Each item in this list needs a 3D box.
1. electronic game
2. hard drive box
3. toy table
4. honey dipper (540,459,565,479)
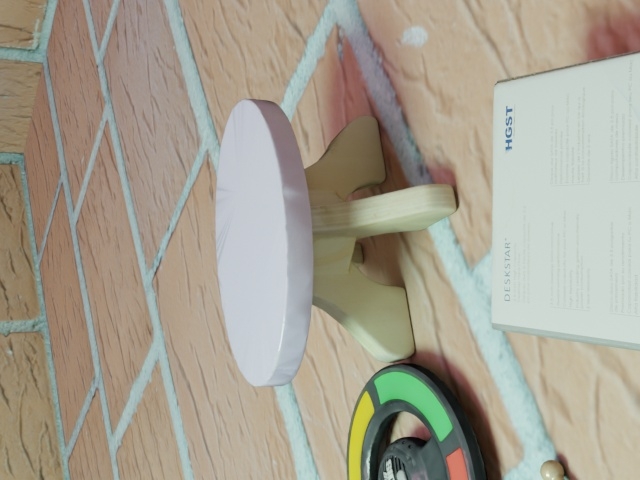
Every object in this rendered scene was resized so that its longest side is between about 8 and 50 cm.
[{"bbox_3d":[0.084,0.230,0.916,0.229,0.048,0.229,-2,88,63],"label":"electronic game"},{"bbox_3d":[0.210,-0.024,0.618,0.232,0.089,0.181,3,92,63],"label":"hard drive box"},{"bbox_3d":[0.000,0.000,0.958,0.252,0.160,0.275,-12,79,63],"label":"toy table"},{"bbox_3d":[0.204,0.216,0.703,0.161,0.030,0.031,-120,39,-50],"label":"honey dipper"}]
